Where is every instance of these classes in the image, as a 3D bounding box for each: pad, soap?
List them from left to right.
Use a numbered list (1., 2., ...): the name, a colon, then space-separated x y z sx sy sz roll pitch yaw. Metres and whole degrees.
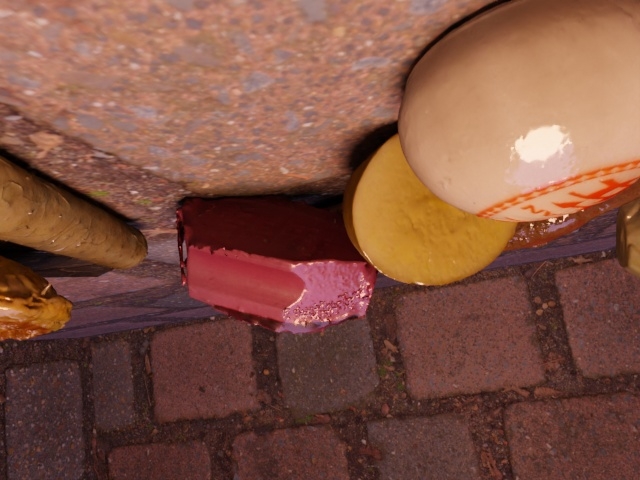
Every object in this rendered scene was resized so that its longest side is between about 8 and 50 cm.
1. pad: -0.552 0.048 0.936 0.247 0.007 0.367 -18 166 42
2. soap: -0.065 0.023 0.683 0.289 0.112 0.182 14 -150 9

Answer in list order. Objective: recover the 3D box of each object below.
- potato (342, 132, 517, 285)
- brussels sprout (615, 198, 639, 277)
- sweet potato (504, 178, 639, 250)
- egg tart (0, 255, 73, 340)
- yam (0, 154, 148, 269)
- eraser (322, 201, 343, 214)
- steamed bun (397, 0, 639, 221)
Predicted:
1. potato: 0.109 -0.043 0.603 0.203 0.178 0.158 -31 -169 -11
2. brussels sprout: 0.756 -0.006 0.942 0.354 0.289 0.281 -1 161 36
3. sweet potato: 0.448 -0.062 0.910 0.385 0.109 0.109 -24 162 36
4. egg tart: -0.542 0.085 0.727 0.339 0.153 0.351 -13 167 10
5. yam: -0.306 -0.021 0.582 0.083 0.083 0.371 -9 168 0
6. eraser: 0.000 0.000 0.896 0.290 0.087 0.171 -16 162 35
7. steamed bun: 0.185 -0.090 0.422 0.232 0.145 0.232 -8 169 -2
